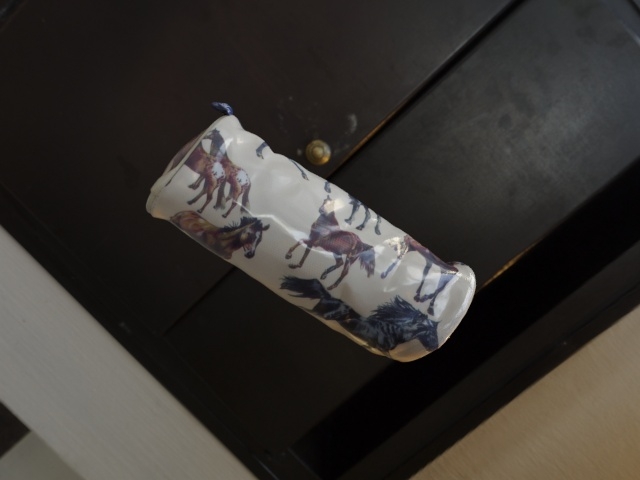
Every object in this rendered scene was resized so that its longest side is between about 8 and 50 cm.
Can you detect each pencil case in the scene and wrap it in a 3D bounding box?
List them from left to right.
[{"bbox_3d":[0.000,0.000,0.653,0.160,0.410,0.183,-51,-169,38],"label":"pencil case"}]
